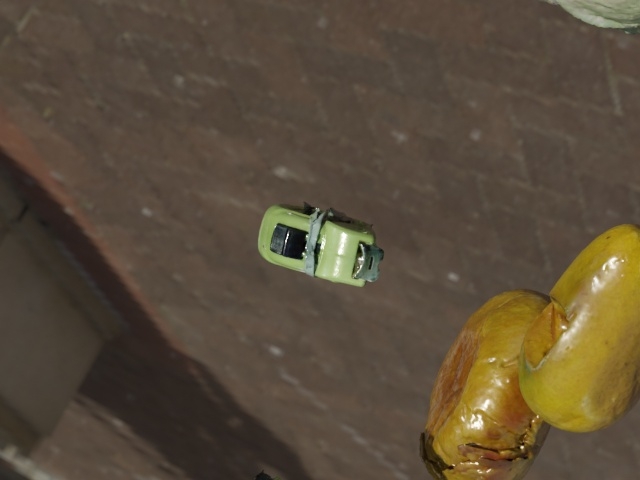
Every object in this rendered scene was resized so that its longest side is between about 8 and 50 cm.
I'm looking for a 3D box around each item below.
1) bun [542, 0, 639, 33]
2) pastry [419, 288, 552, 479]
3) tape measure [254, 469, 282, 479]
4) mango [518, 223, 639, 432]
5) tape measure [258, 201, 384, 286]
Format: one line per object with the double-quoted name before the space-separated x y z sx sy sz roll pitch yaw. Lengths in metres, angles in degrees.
"bun" 0.216 -0.309 1.301 0.179 0.283 0.283 -9 151 5
"pastry" 0.267 0.230 2.314 0.164 0.356 0.356 21 158 0
"tape measure" -0.062 0.437 2.056 0.175 0.106 0.200 45 137 19
"mango" 0.301 0.093 1.629 0.130 0.167 0.262 44 126 35
"tape measure" 0.000 0.000 1.889 0.154 0.087 0.177 11 -175 0
